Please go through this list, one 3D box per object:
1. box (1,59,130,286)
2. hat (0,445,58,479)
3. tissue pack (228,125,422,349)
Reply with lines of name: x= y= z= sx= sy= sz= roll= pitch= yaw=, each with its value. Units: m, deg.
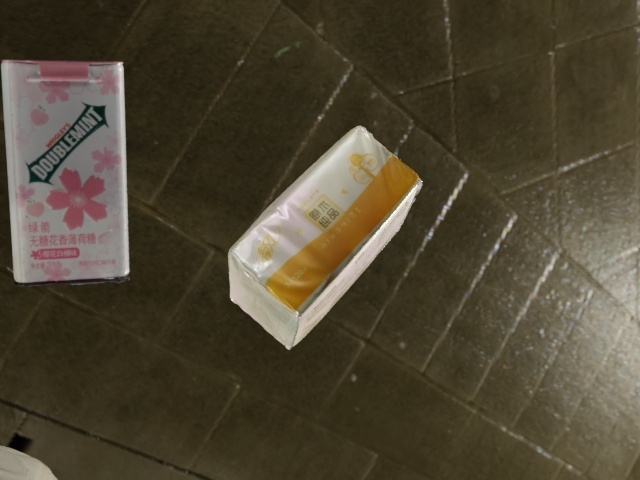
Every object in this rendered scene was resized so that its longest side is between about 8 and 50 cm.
box: x=-0.412 y=-0.108 z=1.320 sx=0.190 sy=0.112 sz=0.369 roll=-1 pitch=104 yaw=-16
hat: x=-0.184 y=0.218 z=0.495 sx=0.275 sy=0.232 sz=0.161 roll=20 pitch=83 yaw=-12
tissue pack: x=0.000 y=0.000 z=0.985 sx=0.225 sy=0.124 sz=0.185 roll=-47 pitch=169 yaw=-18
